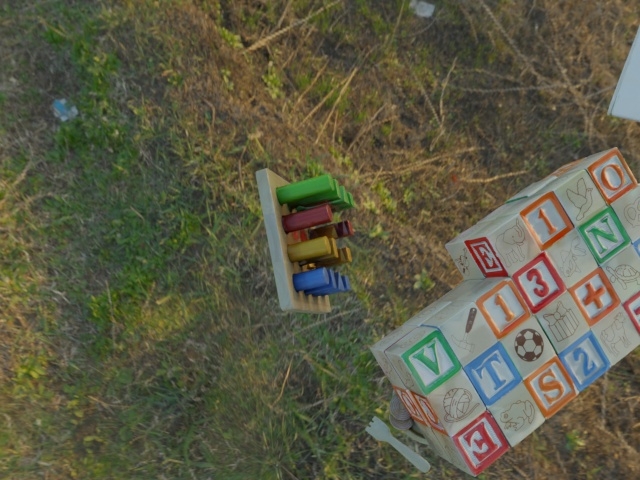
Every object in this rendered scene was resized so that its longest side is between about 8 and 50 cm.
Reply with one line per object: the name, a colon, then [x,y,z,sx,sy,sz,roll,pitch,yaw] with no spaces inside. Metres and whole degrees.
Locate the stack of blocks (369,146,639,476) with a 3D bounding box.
stack of blocks: [0.199,0.061,0.597,0.297,0.087,0.171,-33,93,-14]

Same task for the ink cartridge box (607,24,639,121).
ink cartridge box: [0.322,-0.111,0.430,0.190,0.082,0.139,22,29,24]

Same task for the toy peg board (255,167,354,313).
toy peg board: [0.000,0.000,0.734,0.079,0.161,0.161,-15,79,14]

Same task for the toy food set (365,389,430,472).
toy food set: [0.164,0.242,0.923,0.132,0.038,0.192,33,87,22]
